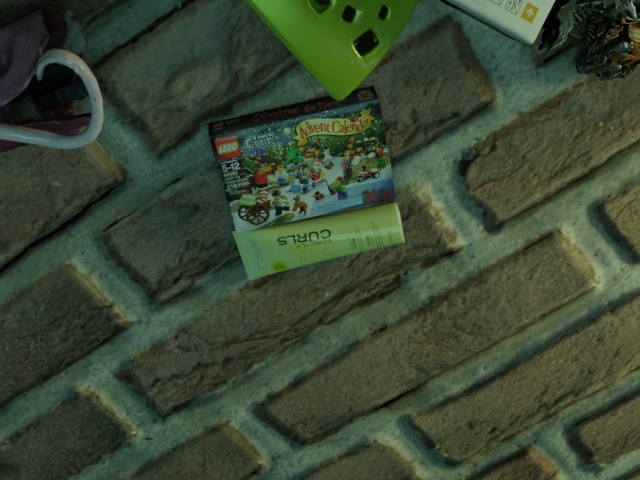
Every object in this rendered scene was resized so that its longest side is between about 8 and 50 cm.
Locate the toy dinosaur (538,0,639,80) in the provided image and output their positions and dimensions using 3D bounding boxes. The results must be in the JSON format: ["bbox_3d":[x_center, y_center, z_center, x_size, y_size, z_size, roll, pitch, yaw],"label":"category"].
[{"bbox_3d":[0.374,-0.320,1.223,0.218,0.164,0.322,2,129,-10],"label":"toy dinosaur"}]

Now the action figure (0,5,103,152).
[{"bbox_3d":[-0.442,-0.135,1.183,0.370,0.276,0.248,-19,131,-12],"label":"action figure"}]

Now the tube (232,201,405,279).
[{"bbox_3d":[0.000,0.000,1.449,0.240,0.062,0.070,-11,84,5],"label":"tube"}]

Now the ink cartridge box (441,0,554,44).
[{"bbox_3d":[0.227,-0.407,1.033,0.176,0.069,0.371,20,104,-28],"label":"ink cartridge box"}]

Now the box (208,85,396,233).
[{"bbox_3d":[-0.023,-0.108,1.379,0.233,0.044,0.159,-13,124,1],"label":"box"}]

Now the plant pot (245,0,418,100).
[{"bbox_3d":[0.008,-0.332,1.135,0.207,0.228,0.227,-40,120,9],"label":"plant pot"}]
